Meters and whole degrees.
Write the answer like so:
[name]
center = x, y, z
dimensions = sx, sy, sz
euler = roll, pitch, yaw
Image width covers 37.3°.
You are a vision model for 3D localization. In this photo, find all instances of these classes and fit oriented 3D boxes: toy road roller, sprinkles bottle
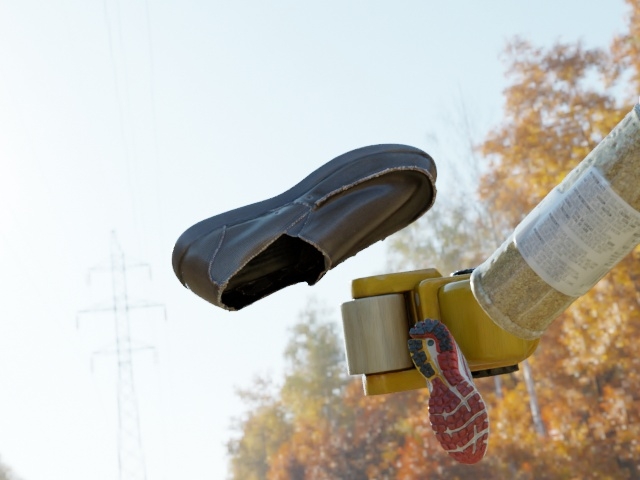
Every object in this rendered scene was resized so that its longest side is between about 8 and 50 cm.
[toy road roller]
center = 0.211, 0.141, 1.596
dimensions = 0.330, 0.202, 0.240
euler = -7, -7, -9
[sprinkles bottle]
center = 0.328, -0.034, 1.112
dimensions = 0.121, 0.121, 0.355
euler = 8, -48, -41

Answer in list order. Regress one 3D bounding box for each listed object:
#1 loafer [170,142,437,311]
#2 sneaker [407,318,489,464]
[loafer]
center = 0.000, 0.000, 1.202
dimensions = 0.366, 0.130, 0.133
euler = -26, -46, -10
[sneaker]
center = 0.207, 0.231, 1.452
dimensions = 0.088, 0.225, 0.093
euler = -21, -23, 16
